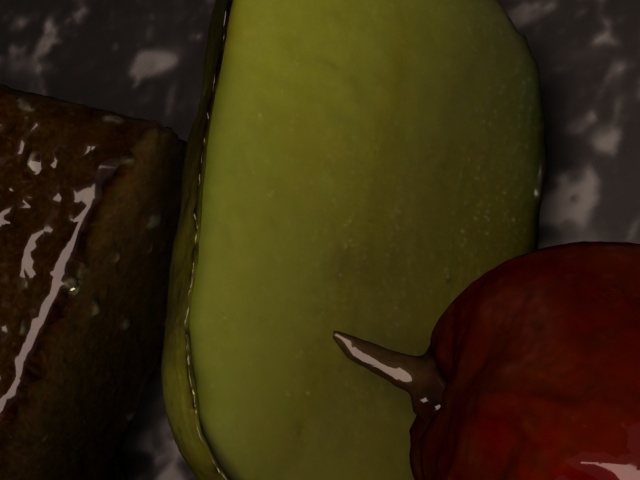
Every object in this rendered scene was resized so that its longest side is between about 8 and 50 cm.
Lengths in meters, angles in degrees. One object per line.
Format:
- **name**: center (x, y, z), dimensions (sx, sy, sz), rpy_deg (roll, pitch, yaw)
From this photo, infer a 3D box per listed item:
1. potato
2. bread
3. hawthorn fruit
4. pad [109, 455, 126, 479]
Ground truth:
- **potato**: center (0.000, 0.000, 0.779), dimensions (0.111, 0.160, 0.272), rpy_deg (-18, 64, 61)
- **bread**: center (-0.194, 0.126, 0.809), dimensions (0.165, 0.113, 0.417), rpy_deg (20, 86, 23)
- **hawthorn fruit**: center (0.119, 0.090, 0.674), dimensions (0.251, 0.189, 0.189), rpy_deg (15, 85, 15)
- **pad**: center (-0.125, 0.215, 0.832), dimensions (0.174, 0.022, 0.233), rpy_deg (-33, 68, 12)
